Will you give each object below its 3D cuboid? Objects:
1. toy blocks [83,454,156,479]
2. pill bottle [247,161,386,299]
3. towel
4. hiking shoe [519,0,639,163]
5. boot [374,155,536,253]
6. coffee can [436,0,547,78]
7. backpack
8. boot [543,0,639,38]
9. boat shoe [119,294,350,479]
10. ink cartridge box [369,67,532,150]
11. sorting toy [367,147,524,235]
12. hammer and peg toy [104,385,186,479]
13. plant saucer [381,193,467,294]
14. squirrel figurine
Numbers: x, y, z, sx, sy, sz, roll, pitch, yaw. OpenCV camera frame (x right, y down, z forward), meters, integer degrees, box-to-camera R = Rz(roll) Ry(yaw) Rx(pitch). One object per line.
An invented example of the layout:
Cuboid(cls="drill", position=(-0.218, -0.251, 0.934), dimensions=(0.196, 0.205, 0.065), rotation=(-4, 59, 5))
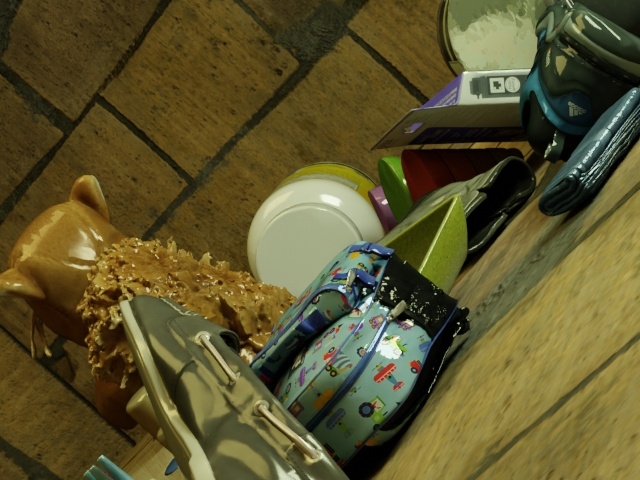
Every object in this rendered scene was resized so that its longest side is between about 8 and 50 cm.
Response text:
Cuboid(cls="toy blocks", position=(-0.143, 0.248, 1.305), dimensions=(0.054, 0.148, 0.123), rotation=(-46, 2, 36))
Cuboid(cls="pill bottle", position=(0.000, 0.000, 2.281), dimensions=(0.188, 0.188, 0.334), rotation=(-47, 3, 10))
Cuboid(cls="towel", position=(0.223, -0.068, 1.332), dimensions=(0.119, 0.029, 0.067), rotation=(-50, 3, -31))
Cuboid(cls="hiking shoe", position=(0.225, -0.142, 1.522), dimensions=(0.132, 0.113, 0.304), rotation=(-58, -6, 8))
Cuboid(cls="boot", position=(0.101, 0.015, 1.625), dimensions=(0.246, 0.083, 0.161), rotation=(-50, 9, -24))
Cuboid(cls="coffee can", position=(0.248, -0.264, 2.005), dimensions=(0.201, 0.201, 0.275), rotation=(-48, 3, 5))
Cuboid(cls="backpack", position=(0.016, 0.102, 1.252), dimensions=(0.158, 0.117, 0.173), rotation=(-47, 5, 32))
Cuboid(cls="boot", position=(0.447, -0.405, 1.699), dimensions=(0.445, 0.146, 0.367), rotation=(-40, 9, 39))
Cuboid(cls="boat shoe", position=(-0.062, 0.130, 1.188), dimensions=(0.095, 0.112, 0.335), rotation=(-22, 31, -10))
Cuboid(cls="ink cartridge box", position=(0.171, -0.141, 1.767), dimensions=(0.208, 0.045, 0.206), rotation=(-5, -7, -12))
Cuboid(cls="sorting toy", position=(0.152, -0.064, 1.958), dimensions=(0.126, 0.127, 0.365), rotation=(-25, 1, -8))
Cuboid(cls="hammer and peg toy", position=(-0.178, 0.249, 1.535), dimensions=(0.266, 0.127, 0.361), rotation=(-48, 12, -8))
Cuboid(cls="plant saucer", position=(0.059, 0.069, 1.488), dimensions=(0.188, 0.045, 0.188), rotation=(-38, 19, 52))
Cuboid(cls="squirrel figurine", position=(-0.179, 0.086, 1.866), dimensions=(0.281, 0.370, 0.397), rotation=(-48, 3, -21))
